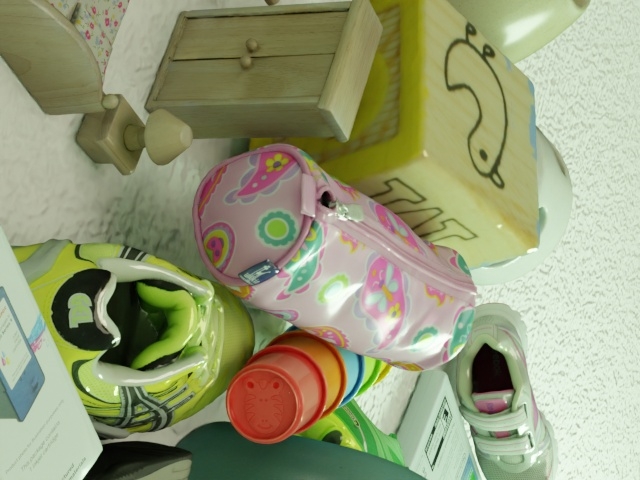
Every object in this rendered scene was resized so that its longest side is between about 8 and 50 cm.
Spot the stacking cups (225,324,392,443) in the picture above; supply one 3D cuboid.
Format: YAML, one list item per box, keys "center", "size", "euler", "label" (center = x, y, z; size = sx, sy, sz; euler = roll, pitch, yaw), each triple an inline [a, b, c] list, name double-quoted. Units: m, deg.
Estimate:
- center: [-0.007, 0.119, 1.334]
  size: [0.316, 0.096, 0.096]
  euler: [-31, 119, -74]
  label: "stacking cups"

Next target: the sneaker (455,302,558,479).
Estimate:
- center: [0.212, 0.206, 1.846]
  size: [0.111, 0.103, 0.252]
  euler: [-21, 95, -71]
  label: "sneaker"

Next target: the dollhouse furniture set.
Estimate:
- center: [-0.098, -0.235, 1.150]
  size: [0.355, 0.173, 0.303]
  euler: [57, 42, -49]
  label: "dollhouse furniture set"

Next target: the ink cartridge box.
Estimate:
- center: [-0.241, 0.067, 0.896]
  size: [0.093, 0.154, 0.212]
  euler: [-56, 140, -45]
  label: "ink cartridge box"

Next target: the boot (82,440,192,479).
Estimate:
- center: [-0.179, 0.247, 1.111]
  size: [0.236, 0.085, 0.179]
  euler: [-5, 102, -58]
  label: "boot"

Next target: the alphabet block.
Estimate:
- center: [0.067, -0.086, 1.397]
  size: [0.197, 0.193, 0.192]
  euler: [33, 48, -45]
  label: "alphabet block"

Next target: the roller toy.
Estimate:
- center: [0.163, -0.060, 1.659]
  size: [0.146, 0.191, 0.209]
  euler: [32, 63, -59]
  label: "roller toy"

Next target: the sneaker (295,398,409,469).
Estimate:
- center: [0.063, 0.258, 1.539]
  size: [0.295, 0.109, 0.123]
  euler: [62, 30, -27]
  label: "sneaker"

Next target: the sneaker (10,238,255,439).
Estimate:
- center: [-0.131, 0.078, 1.126]
  size: [0.384, 0.147, 0.145]
  euler: [9, 81, -66]
  label: "sneaker"

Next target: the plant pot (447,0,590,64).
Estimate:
- center: [0.198, -0.313, 1.722]
  size: [0.284, 0.191, 0.284]
  euler: [-9, 100, -63]
  label: "plant pot"

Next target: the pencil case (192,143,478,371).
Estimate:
- center: [0.020, 0.019, 1.242]
  size: [0.284, 0.124, 0.124]
  euler: [32, 63, -51]
  label: "pencil case"

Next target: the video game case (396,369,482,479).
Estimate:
- center: [0.118, 0.367, 1.765]
  size: [0.329, 0.036, 0.300]
  euler: [-63, 144, -42]
  label: "video game case"

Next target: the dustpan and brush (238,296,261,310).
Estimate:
- center: [0.000, 0.000, 1.481]
  size: [0.211, 0.060, 0.147]
  euler: [13, 79, -63]
  label: "dustpan and brush"

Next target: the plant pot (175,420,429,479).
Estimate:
- center: [0.007, 0.310, 1.317]
  size: [0.293, 0.235, 0.293]
  euler: [-7, 98, -64]
  label: "plant pot"
